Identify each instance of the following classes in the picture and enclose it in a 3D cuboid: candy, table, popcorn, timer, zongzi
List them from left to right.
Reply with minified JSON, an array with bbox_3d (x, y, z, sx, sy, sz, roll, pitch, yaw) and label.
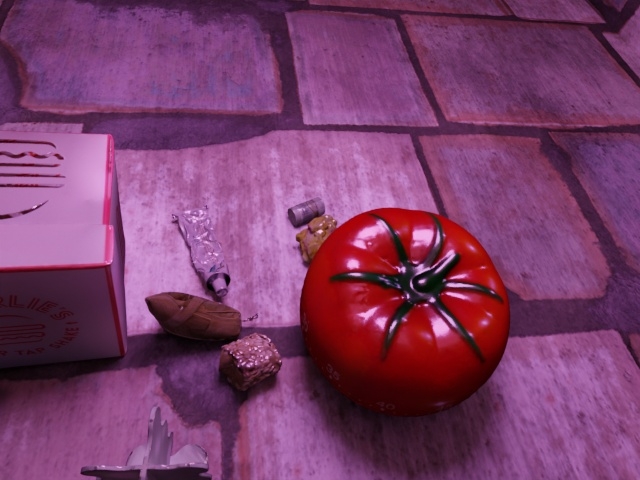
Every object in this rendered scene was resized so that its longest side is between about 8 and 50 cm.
[{"bbox_3d":[-0.244,0.350,0.678,0.167,0.198,0.166,4,53,-6],"label":"table"},{"bbox_3d":[-0.216,0.140,0.851,0.189,0.178,0.081,11,71,-3],"label":"zongzi"},{"bbox_3d":[-0.131,0.226,0.862,0.110,0.085,0.095,-23,54,-35],"label":"candy"},{"bbox_3d":[0.000,0.001,1.050,0.097,0.089,0.109,33,57,-30],"label":"popcorn"},{"bbox_3d":[0.149,0.130,0.859,0.378,0.279,0.378,5,56,-7],"label":"timer"}]

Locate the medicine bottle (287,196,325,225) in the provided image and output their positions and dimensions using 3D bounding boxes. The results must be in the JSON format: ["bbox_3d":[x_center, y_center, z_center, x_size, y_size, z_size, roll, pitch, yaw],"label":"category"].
[{"bbox_3d":[-0.034,-0.071,1.117,0.083,0.047,0.047,-23,61,-24],"label":"medicine bottle"}]

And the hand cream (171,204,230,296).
[{"bbox_3d":[-0.250,0.023,1.011,0.084,0.050,0.257,-17,53,-23],"label":"hand cream"}]

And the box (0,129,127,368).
[{"bbox_3d":[-0.508,0.019,0.794,0.314,0.312,0.300,-2,52,-19],"label":"box"}]
